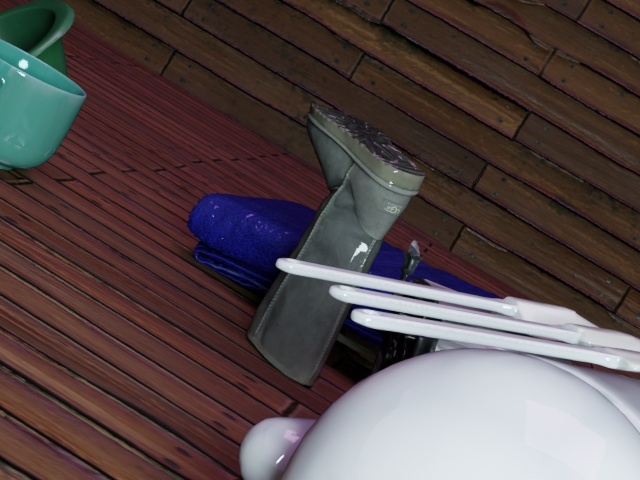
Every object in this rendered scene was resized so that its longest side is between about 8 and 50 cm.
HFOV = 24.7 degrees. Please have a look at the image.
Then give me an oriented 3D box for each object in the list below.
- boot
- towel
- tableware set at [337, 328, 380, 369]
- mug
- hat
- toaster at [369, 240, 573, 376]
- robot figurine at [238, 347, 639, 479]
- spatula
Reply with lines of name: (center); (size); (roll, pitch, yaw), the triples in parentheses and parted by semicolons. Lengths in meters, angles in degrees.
boot: (-0.002, -0.001, 1.285); (0.076, 0.208, 0.189); (15, 20, -25)
towel: (0.035, 0.044, 1.471); (0.308, 0.076, 0.227); (26, 10, 29)
tableware set: (0.099, 0.137, 1.415); (0.194, 0.039, 0.128); (31, 20, 37)
mug: (-0.308, -0.129, 1.364); (0.129, 0.097, 0.158); (38, 11, 38)
hat: (-0.302, -0.140, 1.561); (0.173, 0.208, 0.183); (-2, -53, 31)
toaster: (0.082, 0.115, 0.966); (0.110, 0.185, 0.168); (19, 8, -5)
robot figurine: (0.102, 0.158, 0.720); (0.300, 0.200, 0.353); (17, 0, 29)
spatula: (0.101, 0.049, 0.835); (0.242, 0.019, 0.168); (10, 9, -23)
